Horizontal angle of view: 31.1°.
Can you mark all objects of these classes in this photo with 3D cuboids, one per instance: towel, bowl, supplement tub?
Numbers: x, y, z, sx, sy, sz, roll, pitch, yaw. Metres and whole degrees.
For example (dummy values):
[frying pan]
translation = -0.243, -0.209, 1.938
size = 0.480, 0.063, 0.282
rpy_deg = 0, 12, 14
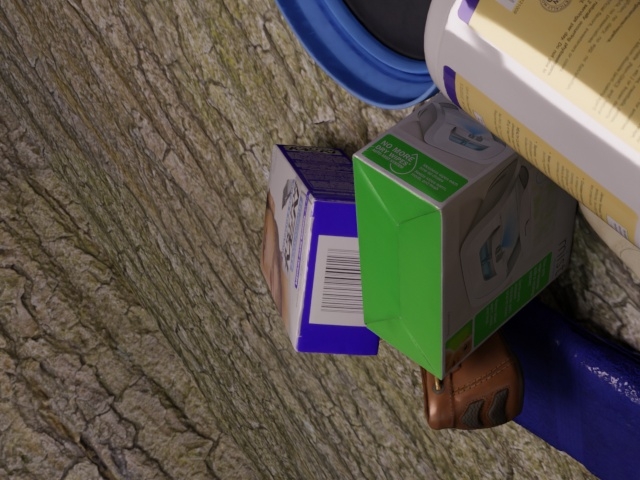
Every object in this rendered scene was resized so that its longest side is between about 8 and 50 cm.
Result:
[towel]
translation = 0.335, 0.194, 1.372
size = 0.308, 0.076, 0.228
rpy_deg = 34, 150, 41
[bowl]
translation = 0.046, -0.331, 1.199
size = 0.391, 0.077, 0.391
rpy_deg = 46, 151, 34
[supplement tub]
translation = 0.271, -0.128, 0.901
size = 0.331, 0.241, 0.241
rpy_deg = 43, 152, 25

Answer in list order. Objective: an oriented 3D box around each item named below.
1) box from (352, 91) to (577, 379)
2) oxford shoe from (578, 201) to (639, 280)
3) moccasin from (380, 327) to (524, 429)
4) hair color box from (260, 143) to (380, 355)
[box]
translation = 0.158, -0.028, 1.223
size = 0.126, 0.231, 0.262
rpy_deg = 35, 147, 33
[oxford shoe]
translation = 0.375, 0.067, 1.058
size = 0.397, 0.146, 0.140
rpy_deg = 43, 152, 25
[moccasin]
translation = 0.122, 0.081, 1.404
size = 0.139, 0.146, 0.380
rpy_deg = 85, 171, -46
[hair color box]
translation = 0.000, 0.000, 1.452
size = 0.339, 0.110, 0.185
rpy_deg = -119, 35, -73
